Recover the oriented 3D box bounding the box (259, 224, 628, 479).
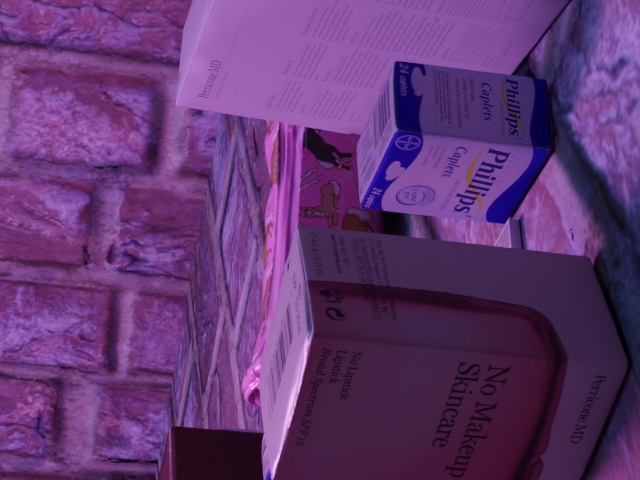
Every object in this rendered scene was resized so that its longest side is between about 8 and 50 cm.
[{"bbox_3d":[0.083,0.093,1.220,0.126,0.232,0.148,-99,19,-53],"label":"box"}]

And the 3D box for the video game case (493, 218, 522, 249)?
[{"bbox_3d":[0.153,0.050,1.461,0.122,0.011,0.087,112,161,-53],"label":"video game case"}]

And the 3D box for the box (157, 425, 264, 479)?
[{"bbox_3d":[-0.105,0.423,2.074,0.143,0.191,0.381,108,164,-45],"label":"box"}]

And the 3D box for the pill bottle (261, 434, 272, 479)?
[{"bbox_3d":[0.024,0.285,1.606,0.264,0.153,0.153,-96,17,-48],"label":"pill bottle"}]

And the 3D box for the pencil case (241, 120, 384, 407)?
[{"bbox_3d":[0.000,0.000,1.877,0.167,0.160,0.386,125,150,-69],"label":"pencil case"}]

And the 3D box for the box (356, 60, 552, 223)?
[{"bbox_3d":[0.112,-0.081,1.419,0.126,0.137,0.072,114,158,-57],"label":"box"}]

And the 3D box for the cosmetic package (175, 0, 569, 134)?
[{"bbox_3d":[0.040,-0.211,1.481,0.377,0.285,0.097,125,149,-66],"label":"cosmetic package"}]
